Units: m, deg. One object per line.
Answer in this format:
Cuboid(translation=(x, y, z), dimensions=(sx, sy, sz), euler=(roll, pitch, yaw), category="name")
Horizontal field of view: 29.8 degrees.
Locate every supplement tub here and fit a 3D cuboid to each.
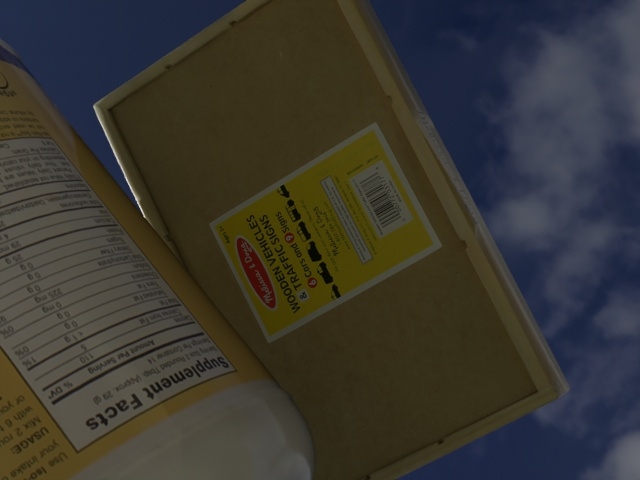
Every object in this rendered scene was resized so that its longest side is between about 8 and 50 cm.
Cuboid(translation=(-0.153, 0.085, 0.535), dimensions=(0.241, 0.241, 0.331), euler=(-41, -104, 6), category="supplement tub")

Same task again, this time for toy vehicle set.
Cuboid(translation=(0.000, 0.000, 0.658), dimensions=(0.166, 0.035, 0.267), euler=(-29, -98, 20), category="toy vehicle set")
